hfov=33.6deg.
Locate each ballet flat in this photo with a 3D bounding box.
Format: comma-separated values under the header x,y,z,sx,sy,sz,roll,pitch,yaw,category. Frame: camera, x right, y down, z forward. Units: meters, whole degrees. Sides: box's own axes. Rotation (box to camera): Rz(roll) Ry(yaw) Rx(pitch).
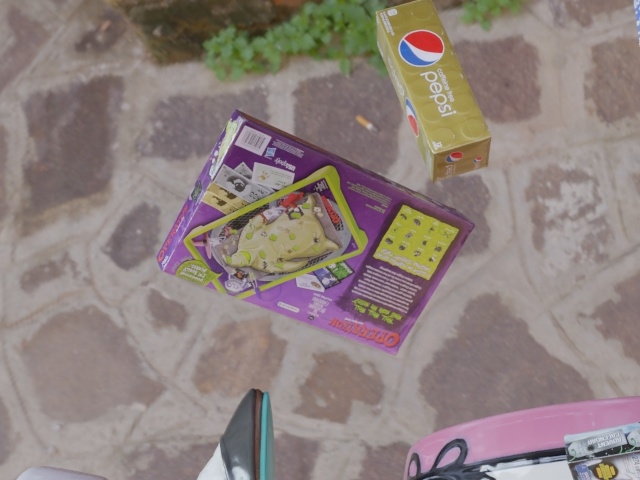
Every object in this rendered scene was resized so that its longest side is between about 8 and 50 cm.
x,y,z,sx,sy,sz,roll,pitch,yaw,category
-0.078,0.278,1.027,0.096,0.095,0.280,-9,59,-2,ballet flat

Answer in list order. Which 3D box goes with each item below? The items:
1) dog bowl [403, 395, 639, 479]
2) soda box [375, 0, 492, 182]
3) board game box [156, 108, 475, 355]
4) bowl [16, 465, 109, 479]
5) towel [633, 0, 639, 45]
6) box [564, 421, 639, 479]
x,y,z,sx,sy,sz,roll,pitch,yaw,category
0.258,0.253,1.005,0.408,0.408,0.150,-13,68,20,dog bowl
0.111,-0.152,1.060,0.061,0.058,0.181,-16,64,-4,soda box
0.000,0.000,1.293,0.208,0.347,0.056,-62,29,10,board game box
-0.325,0.344,1.366,0.142,0.142,0.053,10,40,-2,bowl
0.509,-0.333,1.331,0.243,0.040,0.336,-25,44,36,towel
0.226,0.176,0.708,0.094,0.137,0.027,-15,33,17,box
